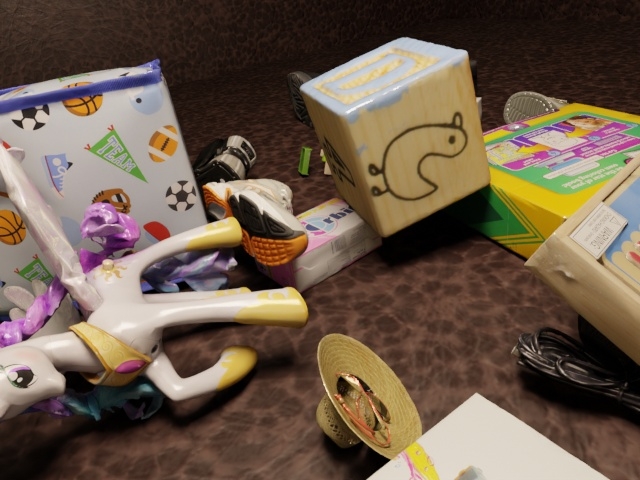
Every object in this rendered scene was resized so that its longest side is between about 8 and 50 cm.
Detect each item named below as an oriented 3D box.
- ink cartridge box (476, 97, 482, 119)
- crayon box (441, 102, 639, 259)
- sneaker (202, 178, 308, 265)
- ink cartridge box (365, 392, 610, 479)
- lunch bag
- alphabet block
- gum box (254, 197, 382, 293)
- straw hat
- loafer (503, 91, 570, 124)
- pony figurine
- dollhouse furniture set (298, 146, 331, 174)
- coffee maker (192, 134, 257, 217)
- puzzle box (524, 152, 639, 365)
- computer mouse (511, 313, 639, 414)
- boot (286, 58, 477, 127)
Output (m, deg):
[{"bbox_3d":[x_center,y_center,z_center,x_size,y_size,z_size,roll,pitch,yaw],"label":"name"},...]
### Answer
[{"bbox_3d":[0.331,-0.323,1.283,0.135,0.056,0.099,7,32,29],"label":"ink cartridge box"},{"bbox_3d":[0.406,-0.106,0.823,0.362,0.106,0.313,-20,32,-17],"label":"crayon box"},{"bbox_3d":[-0.076,-0.048,0.745,0.121,0.099,0.262,-21,29,-27],"label":"sneaker"},{"bbox_3d":[0.092,0.215,0.317,0.176,0.128,0.127,-25,32,-27],"label":"ink cartridge box"},{"bbox_3d":[-0.389,-0.076,0.776,0.385,0.328,0.239,-17,25,-11],"label":"lunch bag"},{"bbox_3d":[0.107,-0.157,0.743,0.192,0.197,0.193,-27,32,-4],"label":"alphabet block"},{"bbox_3d":[0.000,0.000,0.797,0.188,0.062,0.107,-28,34,-30],"label":"gum box"},{"bbox_3d":[0.029,0.164,0.491,0.061,0.144,0.144,-48,22,19],"label":"straw hat"},{"bbox_3d":[0.514,-0.254,1.092,0.087,0.095,0.251,-2,28,-42],"label":"loafer"},{"bbox_3d":[-0.249,0.065,0.589,0.363,0.303,0.351,-10,35,-30],"label":"pony figurine"},{"bbox_3d":[0.031,-0.172,1.139,0.151,0.059,0.076,3,17,-18],"label":"dollhouse furniture set"},{"bbox_3d":[-0.225,-0.134,1.046,0.171,0.120,0.178,-7,28,6],"label":"coffee maker"},{"bbox_3d":[0.424,0.015,0.523,0.408,0.052,0.272,-31,67,-35],"label":"puzzle box"},{"bbox_3d":[0.337,0.081,0.551,0.188,0.072,0.272,19,48,28],"label":"computer mouse"},{"bbox_3d":[0.169,-0.447,1.458,0.444,0.146,0.367,-23,38,-18],"label":"boot"}]
